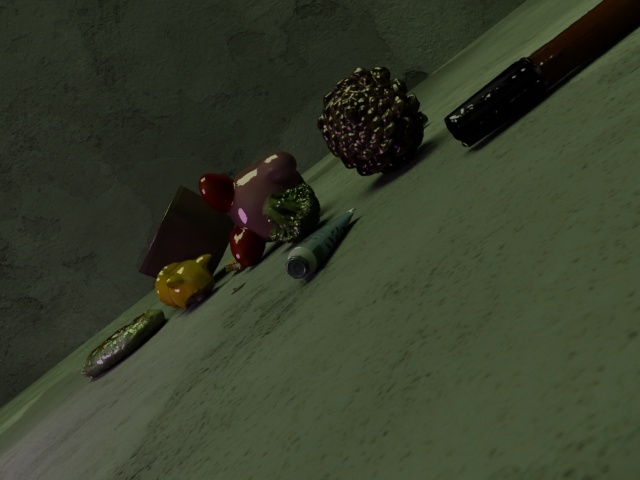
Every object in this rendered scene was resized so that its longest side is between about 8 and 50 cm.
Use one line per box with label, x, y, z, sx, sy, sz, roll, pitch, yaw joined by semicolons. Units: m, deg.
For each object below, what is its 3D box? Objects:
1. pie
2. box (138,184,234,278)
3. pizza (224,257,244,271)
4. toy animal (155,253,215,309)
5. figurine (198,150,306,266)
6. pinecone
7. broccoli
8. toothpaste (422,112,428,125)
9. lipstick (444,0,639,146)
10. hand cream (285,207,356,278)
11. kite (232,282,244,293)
pie;-0.587;0.298;1.876;0.306;0.071;0.306;-35;9;7
box;-0.414;0.005;1.965;0.301;0.216;0.301;-56;16;25
pizza;-0.216;0.050;1.782;0.099;0.035;0.160;-32;10;28
toy animal;-0.386;0.119;1.774;0.156;0.156;0.230;-43;7;-32
figurine;-0.154;-0.103;1.693;0.262;0.269;0.211;-29;4;1
pinecone;0.115;-0.259;1.424;0.243;0.243;0.257;-39;-11;-4
broccoli;-0.067;-0.058;1.478;0.146;0.138;0.162;-34;46;51
toothpaste;0.211;-0.270;1.718;0.239;0.039;0.062;-44;6;-23
lipstick;0.395;-0.303;1.055;0.419;0.077;0.077;-36;9;0
hand cream;0.000;0.000;1.144;0.088;0.055;0.256;-42;4;27
kite;-0.197;0.112;1.503;0.044;0.002;0.078;-37;9;2
